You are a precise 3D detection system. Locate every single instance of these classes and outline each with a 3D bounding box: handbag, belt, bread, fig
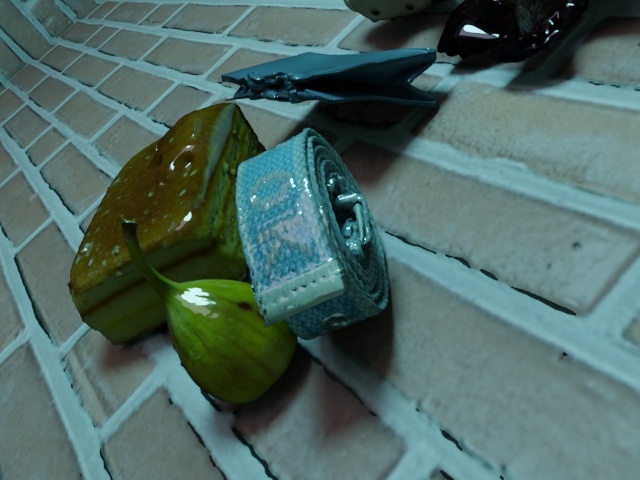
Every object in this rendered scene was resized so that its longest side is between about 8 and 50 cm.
[{"bbox_3d":[0.004,-0.167,0.760,0.144,0.057,0.221,-14,19,-32],"label":"handbag"},{"bbox_3d":[-0.001,-0.006,0.556,0.082,0.147,0.163,-25,63,17],"label":"belt"},{"bbox_3d":[-0.156,-0.028,0.765,0.184,0.110,0.234,-26,35,21],"label":"bread"},{"bbox_3d":[-0.088,0.047,0.565,0.093,0.166,0.093,-39,1,1],"label":"fig"}]

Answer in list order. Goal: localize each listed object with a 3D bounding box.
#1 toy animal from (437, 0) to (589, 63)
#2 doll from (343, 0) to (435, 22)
[{"bbox_3d":[0.216,-0.236,0.688,0.179,0.116,0.218,-25,0,-38],"label":"toy animal"},{"bbox_3d":[0.125,-0.321,0.806,0.154,0.119,0.278,-26,14,-26],"label":"doll"}]
